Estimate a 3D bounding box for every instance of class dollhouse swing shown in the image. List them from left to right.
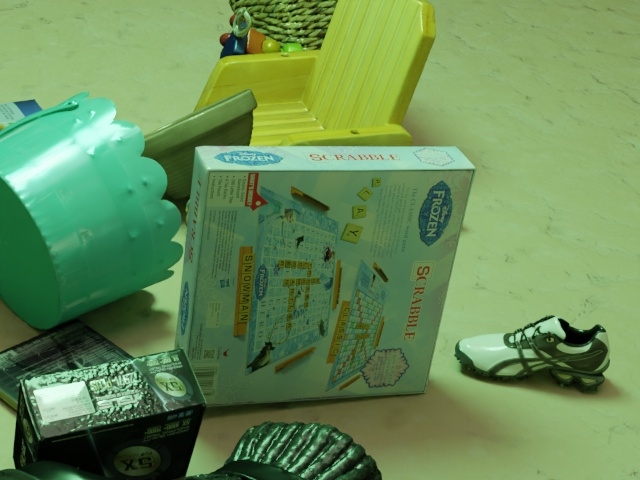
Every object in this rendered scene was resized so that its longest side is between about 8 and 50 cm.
[{"bbox_3d":[-0.021,-0.274,2.069,0.315,0.305,0.347,-6,33,-21],"label":"dollhouse swing"}]

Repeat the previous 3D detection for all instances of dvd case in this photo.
[{"bbox_3d":[-0.287,0.175,1.528,0.221,0.018,0.164,28,36,34],"label":"dvd case"}]

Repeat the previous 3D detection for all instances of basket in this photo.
[{"bbox_3d":[-0.014,-0.417,2.530,0.299,0.223,0.213,-24,8,-41],"label":"basket"}]

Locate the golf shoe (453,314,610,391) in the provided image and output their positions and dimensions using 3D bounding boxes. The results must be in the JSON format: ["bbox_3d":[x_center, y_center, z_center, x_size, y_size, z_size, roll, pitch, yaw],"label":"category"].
[{"bbox_3d":[0.272,0.130,1.632,0.198,0.094,0.077,5,31,2],"label":"golf shoe"}]

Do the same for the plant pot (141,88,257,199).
[{"bbox_3d":[-0.192,-0.135,1.944,0.237,0.110,0.237,-24,8,4],"label":"plant pot"}]

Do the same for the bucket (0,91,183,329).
[{"bbox_3d":[-0.329,-0.032,1.634,0.183,0.281,0.281,-30,44,-33],"label":"bucket"}]

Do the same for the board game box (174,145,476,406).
[{"bbox_3d":[-0.002,0.043,1.491,0.317,0.319,0.066,-1,30,-19],"label":"board game box"}]

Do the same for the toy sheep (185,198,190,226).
[{"bbox_3d":[-0.146,-0.048,1.871,0.091,0.091,0.132,28,40,33],"label":"toy sheep"}]

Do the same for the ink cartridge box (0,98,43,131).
[{"bbox_3d":[-0.522,-0.151,2.012,0.311,0.065,0.186,-9,34,-28],"label":"ink cartridge box"}]

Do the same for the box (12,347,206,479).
[{"bbox_3d":[-0.226,0.201,1.350,0.180,0.147,0.078,-9,52,-26],"label":"box"}]

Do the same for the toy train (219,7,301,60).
[{"bbox_3d":[-0.097,-0.342,2.273,0.143,0.105,0.248,10,-17,-14],"label":"toy train"}]

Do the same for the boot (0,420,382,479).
[{"bbox_3d":[-0.132,0.262,1.285,0.348,0.131,0.260,24,40,9],"label":"boot"}]
